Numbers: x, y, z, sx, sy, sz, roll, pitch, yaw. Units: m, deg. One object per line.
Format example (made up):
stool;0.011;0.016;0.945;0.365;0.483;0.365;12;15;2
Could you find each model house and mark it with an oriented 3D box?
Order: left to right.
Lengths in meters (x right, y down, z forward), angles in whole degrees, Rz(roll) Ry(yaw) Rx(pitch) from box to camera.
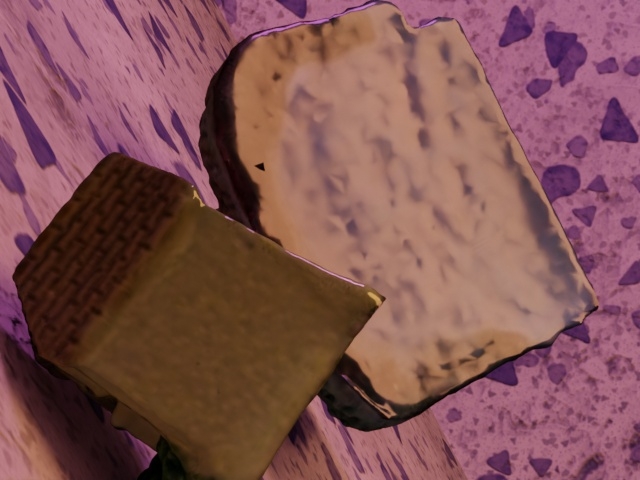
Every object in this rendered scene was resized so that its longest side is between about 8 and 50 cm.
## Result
model house;-0.094;0.063;1.070;0.189;0.195;0.214;37;-8;0
model house;0.000;0.000;1.671;0.360;0.297;0.339;62;-29;1
